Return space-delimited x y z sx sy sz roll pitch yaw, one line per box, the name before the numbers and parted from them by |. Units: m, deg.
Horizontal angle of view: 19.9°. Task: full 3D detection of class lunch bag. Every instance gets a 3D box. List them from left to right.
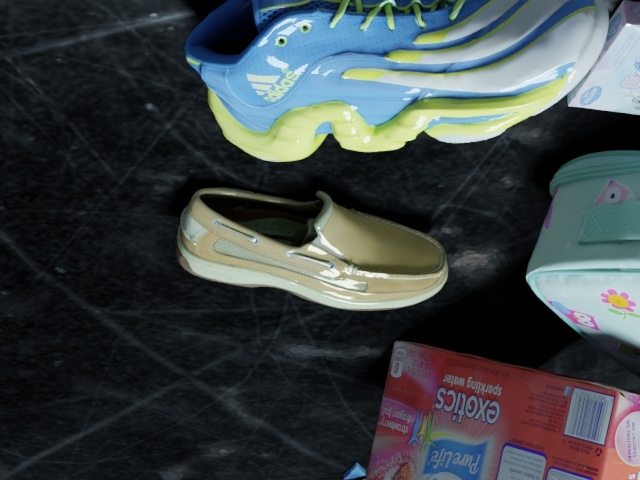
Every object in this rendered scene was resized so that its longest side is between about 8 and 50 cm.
lunch bag | 0.285 0.022 1.165 0.279 0.108 0.224 -2 150 45

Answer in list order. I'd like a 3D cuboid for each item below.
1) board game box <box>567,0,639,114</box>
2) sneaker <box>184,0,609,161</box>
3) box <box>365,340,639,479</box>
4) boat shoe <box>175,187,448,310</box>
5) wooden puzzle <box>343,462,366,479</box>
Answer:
board game box | 0.205 -0.106 1.092 0.090 0.020 0.090 5 151 -15
sneaker | 0.031 -0.109 1.002 0.240 0.091 0.126 -16 148 25
box | 0.169 0.174 1.337 0.142 0.154 0.300 14 176 -28
boat shoe | 0.000 0.000 1.229 0.190 0.068 0.072 5 139 -13
wooden puzzle | 0.067 0.233 1.706 0.116 0.014 0.078 14 147 -27
